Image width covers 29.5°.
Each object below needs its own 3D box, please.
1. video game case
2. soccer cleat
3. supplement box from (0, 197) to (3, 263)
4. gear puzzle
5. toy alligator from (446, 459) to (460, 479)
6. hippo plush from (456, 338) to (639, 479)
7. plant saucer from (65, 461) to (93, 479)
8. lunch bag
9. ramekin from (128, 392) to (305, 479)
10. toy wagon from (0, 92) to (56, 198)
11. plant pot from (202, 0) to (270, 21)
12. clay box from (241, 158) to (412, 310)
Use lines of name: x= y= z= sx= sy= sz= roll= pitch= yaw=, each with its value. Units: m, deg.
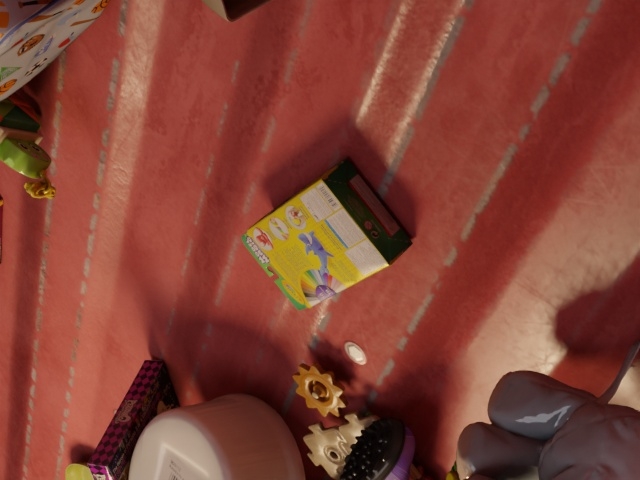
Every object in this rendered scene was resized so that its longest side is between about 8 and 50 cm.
video game case: x=-0.281 y=0.344 z=1.938 sx=0.041 sy=0.232 sz=0.210 roll=2 pitch=129 yaw=18
soccer cleat: x=0.075 y=0.344 z=1.615 sx=0.116 sy=0.109 sz=0.318 roll=20 pitch=133 yaw=-7
supplement box: x=-0.602 y=-0.022 z=2.059 sx=0.104 sy=0.081 sz=0.188 roll=38 pitch=144 yaw=14
gear puzzle: x=0.069 y=0.301 z=1.679 sx=0.175 sy=0.044 sz=0.339 roll=-25 pitch=104 yaw=47
toy alligator: x=0.179 y=0.327 z=1.578 sx=0.190 sy=0.056 sz=0.051 roll=105 pitch=157 yaw=-45
hippo plush: x=0.299 y=0.264 z=1.295 sx=0.236 sy=0.294 sz=0.234 roll=41 pitch=-175 yaw=-30
plant saucer: x=-0.408 y=0.525 z=2.413 sx=0.241 sy=0.037 sz=0.241 roll=28 pitch=140 yaw=26
lunch bag: x=-0.367 y=-0.263 z=1.434 sx=0.115 sy=0.243 sz=0.303 roll=49 pitch=146 yaw=-4
ramekin: x=-0.163 y=0.369 z=1.802 sx=0.277 sy=0.135 sz=0.277 roll=-1 pitch=88 yaw=45
toy wagon: x=-0.476 y=-0.184 z=1.652 sx=0.344 sy=0.267 sz=0.068 roll=39 pitch=100 yaw=12
plant pot: x=-0.092 y=-0.298 z=1.233 sx=0.096 sy=0.109 sz=0.109 roll=24 pitch=140 yaw=49
clay box: x=0.000 y=0.000 z=1.457 sx=0.127 sy=0.053 sz=0.222 roll=52 pitch=146 yaw=-5
